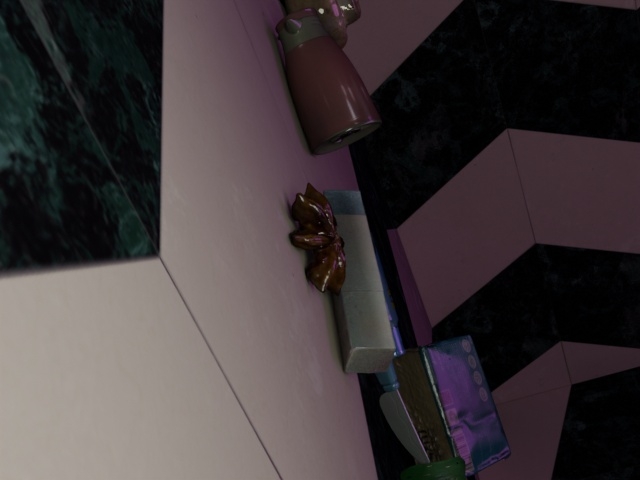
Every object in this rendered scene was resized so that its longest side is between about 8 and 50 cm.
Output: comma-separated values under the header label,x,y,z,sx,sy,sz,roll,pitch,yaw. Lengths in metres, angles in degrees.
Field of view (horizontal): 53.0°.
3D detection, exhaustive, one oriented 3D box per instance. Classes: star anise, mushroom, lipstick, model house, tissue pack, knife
label,x,y,z,sx,sy,sz,roll,pitch,yaw
star anise,0.000,0.000,0.892,0.168,0.057,0.168,-19,90,-81
mushroom,0.001,-0.602,1.642,0.255,0.184,0.255,44,39,-50
lipstick,0.049,0.051,0.988,0.066,0.068,0.317,103,-15,-45
model house,0.191,0.433,1.008,0.167,0.117,0.088,-83,157,-75
tissue pack,0.260,0.343,1.338,0.192,0.134,0.271,-1,70,-44
knife,0.123,0.271,1.090,0.032,0.058,0.244,-26,98,-55

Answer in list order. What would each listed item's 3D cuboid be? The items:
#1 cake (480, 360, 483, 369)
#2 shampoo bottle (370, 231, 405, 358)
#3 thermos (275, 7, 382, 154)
label,x,y,z,sx,sy,sz,roll,pitch,yaw
cake,0.371,0.413,1.778,0.293,0.196,0.199,-45,118,-80
shampoo bottle,0.109,0.109,1.283,0.104,0.061,0.258,21,52,-76
thermos,0.005,-0.316,1.260,0.265,0.146,0.176,67,16,4
